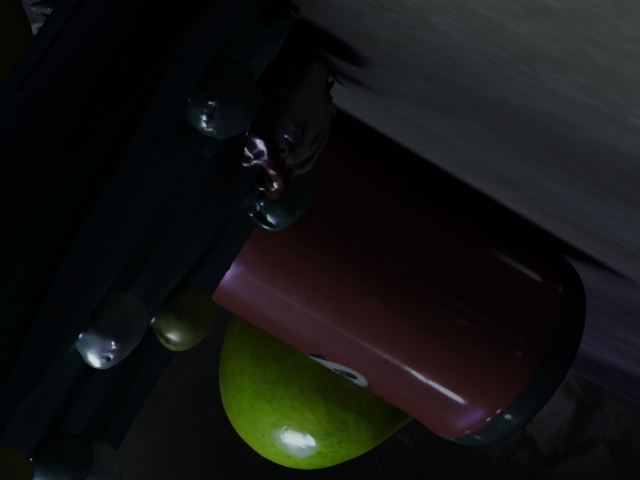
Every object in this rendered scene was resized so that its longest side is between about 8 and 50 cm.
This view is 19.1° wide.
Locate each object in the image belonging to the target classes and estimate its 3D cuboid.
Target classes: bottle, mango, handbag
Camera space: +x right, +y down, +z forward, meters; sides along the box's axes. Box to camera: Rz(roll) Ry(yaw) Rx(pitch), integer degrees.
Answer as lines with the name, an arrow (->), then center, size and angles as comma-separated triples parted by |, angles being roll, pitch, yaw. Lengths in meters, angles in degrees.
bottle -> 0.000, 0.000, 1.180 | 0.336, 0.144, 0.144 | 30, 178, -26
mango -> 0.020, 0.067, 1.390 | 0.185, 0.273, 0.149 | -8, 111, 43
handbag -> -0.093, 0.015, 0.855 | 0.100, 0.274, 0.269 | 36, 177, 12

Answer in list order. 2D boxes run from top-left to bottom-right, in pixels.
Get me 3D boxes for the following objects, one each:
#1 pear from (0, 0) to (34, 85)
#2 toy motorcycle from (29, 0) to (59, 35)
pear -> -0.300, -0.083, 0.918 | 0.314, 0.314, 0.314 | 28, 178, 1
toy motorcycle -> -0.158, -0.113, 1.376 | 0.130, 0.094, 0.229 | 24, 168, -33
